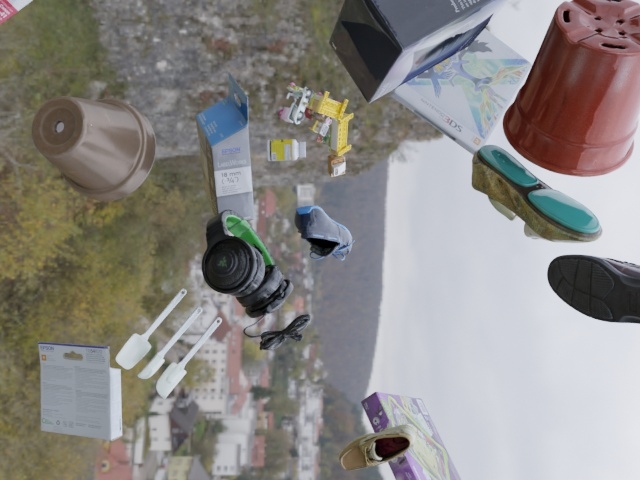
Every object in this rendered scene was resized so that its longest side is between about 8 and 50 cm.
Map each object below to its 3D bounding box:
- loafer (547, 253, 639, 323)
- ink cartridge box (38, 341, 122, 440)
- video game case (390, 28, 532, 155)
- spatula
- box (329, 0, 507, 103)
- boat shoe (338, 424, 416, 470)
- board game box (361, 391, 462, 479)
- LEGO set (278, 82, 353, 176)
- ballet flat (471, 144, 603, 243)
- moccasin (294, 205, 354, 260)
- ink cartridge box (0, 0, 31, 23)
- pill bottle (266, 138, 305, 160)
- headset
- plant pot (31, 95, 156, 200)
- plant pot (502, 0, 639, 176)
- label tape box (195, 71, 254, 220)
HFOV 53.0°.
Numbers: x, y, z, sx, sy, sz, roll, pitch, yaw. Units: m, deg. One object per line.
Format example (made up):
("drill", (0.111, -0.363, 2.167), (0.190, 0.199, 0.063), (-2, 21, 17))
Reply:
("loafer", (0.538, 0.090, 1.105), (0.303, 0.095, 0.109), (19, -71, 56))
("ink cartridge box", (-0.578, 0.354, 1.543), (0.045, 0.223, 0.223), (-6, 96, -67))
("video game case", (0.400, -0.452, 1.802), (0.329, 0.300, 0.036), (-58, -173, -13))
("spatula", (-0.372, 0.249, 1.603), (0.242, 0.168, 0.019), (-52, -164, -18))
("box", (0.203, -0.465, 1.330), (0.182, 0.294, 0.296), (59, -11, 2))
("boat shoe", (0.088, 0.336, 1.034), (0.050, 0.135, 0.045), (62, 11, 6))
("board game box", (0.214, 0.466, 1.258), (0.208, 0.056, 0.346), (32, 28, -54))
("LEGO set", (-0.008, -0.261, 1.419), (0.132, 0.107, 0.287), (-58, 152, -8))
("ballet flat", (0.428, -0.071, 1.314), (0.348, 0.123, 0.123), (52, -29, 44))
("moccasin", (0.000, 0.000, 2.017), (0.342, 0.138, 0.116), (33, 51, -57))
("ink cartridge box", (-0.790, -0.741, 1.668), (0.226, 0.306, 0.131), (54, -2, 29))
("pill bottle", (-0.103, -0.274, 1.950), (0.065, 0.116, 0.065), (179, -90, -88))
("headset", (-0.139, 0.080, 1.472), (0.243, 0.185, 0.394), (46, 19, -45))
("plant pot", (-0.574, -0.244, 1.572), (0.229, 0.263, 0.262), (25, 64, -74))
("plant pot", (0.526, -0.314, 1.263), (0.265, 0.273, 0.272), (91, -1, -50))
("label tape box", (-0.256, -0.245, 1.693), (0.240, 0.106, 0.333), (-124, -152, -55))
